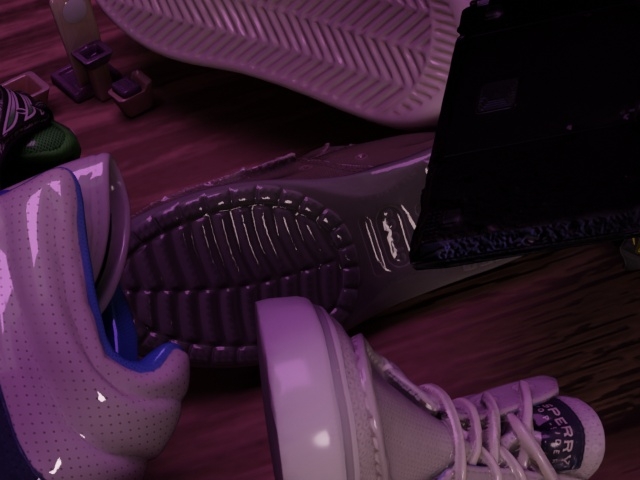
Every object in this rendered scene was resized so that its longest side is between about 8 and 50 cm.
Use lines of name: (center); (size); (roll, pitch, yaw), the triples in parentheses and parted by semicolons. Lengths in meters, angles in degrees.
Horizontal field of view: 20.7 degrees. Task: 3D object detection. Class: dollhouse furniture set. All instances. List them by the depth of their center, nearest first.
dollhouse furniture set: (-0.179, -0.109, 1.095); (0.114, 0.081, 0.091); (-29, 39, -20)

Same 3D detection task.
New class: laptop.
laptop: (0.190, -0.062, 0.804); (0.234, 0.136, 0.264); (-10, 44, 26)

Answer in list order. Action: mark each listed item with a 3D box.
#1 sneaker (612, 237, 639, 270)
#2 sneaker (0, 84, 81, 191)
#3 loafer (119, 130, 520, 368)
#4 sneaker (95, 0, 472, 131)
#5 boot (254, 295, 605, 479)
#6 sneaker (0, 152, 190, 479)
sneaker: (0.162, -0.015, 0.904); (0.035, 0.031, 0.083); (-12, 36, 3)
sneaker: (-0.212, -0.048, 1.009); (0.146, 0.134, 0.343); (-10, 45, -8)
loafer: (0.000, 0.000, 0.904); (0.251, 0.094, 0.087); (-13, 11, -14)
sneaker: (-0.002, -0.154, 1.054); (0.350, 0.131, 0.148); (33, 26, 35)
boot: (0.045, 0.072, 0.665); (0.123, 0.258, 0.095); (-9, 76, 2)
sneaker: (-0.204, 0.017, 0.796); (0.236, 0.130, 0.323); (-40, 70, -5)
